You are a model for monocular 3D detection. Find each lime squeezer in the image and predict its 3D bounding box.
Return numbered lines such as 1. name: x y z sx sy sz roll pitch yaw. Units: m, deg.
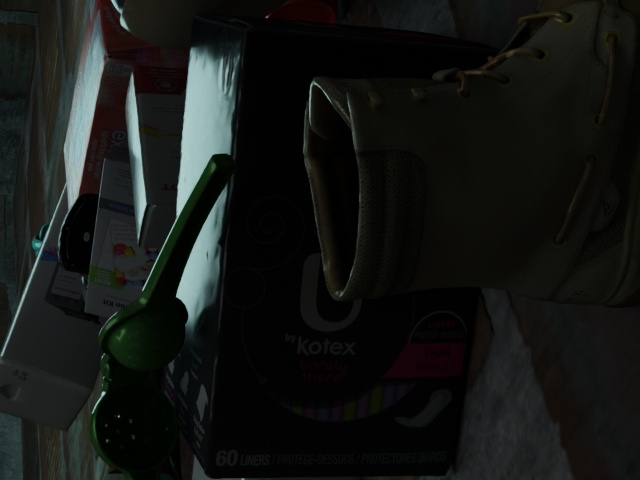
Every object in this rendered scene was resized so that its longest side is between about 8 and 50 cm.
1. lime squeezer: -0.101 0.088 0.776 0.110 0.059 0.310 -136 50 -65

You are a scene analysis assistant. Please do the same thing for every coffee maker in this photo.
1. coffee maker: -0.205 0.038 1.504 0.120 0.171 0.178 -54 -13 -16

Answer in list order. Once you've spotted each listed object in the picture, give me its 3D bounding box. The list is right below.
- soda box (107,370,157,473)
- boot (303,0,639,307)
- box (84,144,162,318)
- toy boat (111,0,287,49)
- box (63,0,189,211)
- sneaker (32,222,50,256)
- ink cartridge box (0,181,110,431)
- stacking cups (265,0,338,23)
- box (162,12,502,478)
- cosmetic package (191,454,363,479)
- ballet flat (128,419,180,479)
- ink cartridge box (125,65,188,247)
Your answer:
1. soda box: -0.248 0.215 1.729 0.061 0.058 0.181 137 132 -66
2. boot: 0.076 -0.075 0.608 0.077 0.165 0.213 179 92 -71
3. box: -0.162 0.006 1.358 0.038 0.145 0.186 -73 -3 -61
4. toy boat: -0.029 -0.286 0.895 0.318 0.148 0.267 -51 -2 34
5. box: -0.209 -0.148 1.528 0.300 0.142 0.154 112 154 -46
6. sneaker: -0.431 0.061 2.196 0.295 0.124 0.178 -22 71 62
7. ink cartridge box: -0.334 0.077 1.764 0.226 0.131 0.306 131 157 -61
8. stacking cups: -0.041 -0.320 1.116 0.096 0.096 0.316 122 146 -56
9. box: 0.000 0.000 0.831 0.143 0.165 0.270 -145 59 -68
10. cosmetic package: -0.023 0.196 0.984 0.239 0.099 0.060 -157 71 -70
11. ballet flat: -0.198 0.285 1.583 0.070 0.070 0.188 127 143 -60
12. ink cartridge box: -0.117 -0.079 1.260 0.072 0.128 0.175 113 153 -50
